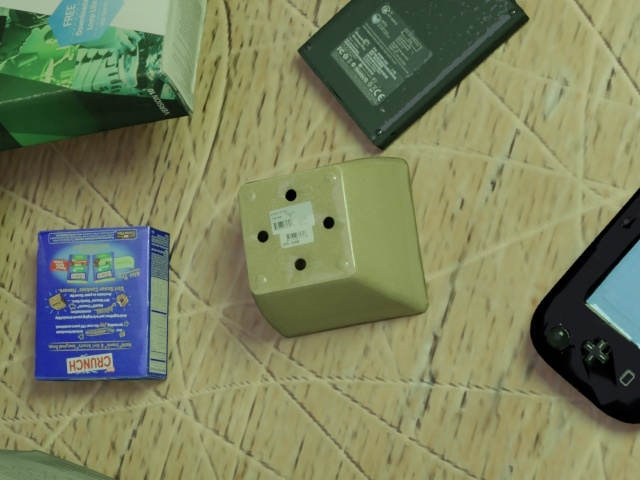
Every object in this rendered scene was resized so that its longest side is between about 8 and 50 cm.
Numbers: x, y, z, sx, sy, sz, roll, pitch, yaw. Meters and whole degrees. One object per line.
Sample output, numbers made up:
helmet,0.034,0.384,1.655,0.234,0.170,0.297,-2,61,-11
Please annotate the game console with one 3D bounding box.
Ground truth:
game console,0.287,-0.034,1.003,0.213,0.044,0.361,43,99,20

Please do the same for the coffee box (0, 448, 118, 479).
coffee box,-0.176,0.331,0.966,0.337,0.338,0.334,17,89,22

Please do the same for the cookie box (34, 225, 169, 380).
cookie box,-0.155,0.046,1.158,0.091,0.040,0.107,-2,82,20

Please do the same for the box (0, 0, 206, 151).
box,-0.232,-0.165,1.160,0.322,0.058,0.232,-10,53,20

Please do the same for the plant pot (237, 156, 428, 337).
plant pot,0.000,0.000,1.077,0.109,0.096,0.109,-11,79,19

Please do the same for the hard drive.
hard drive,0.062,-0.141,1.112,0.135,0.022,0.094,-42,71,11
